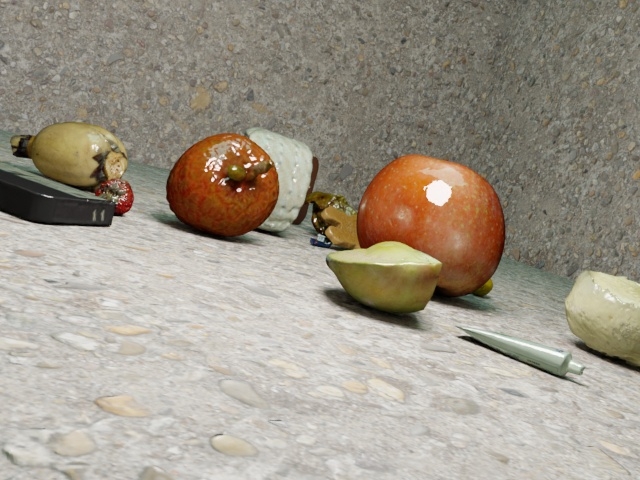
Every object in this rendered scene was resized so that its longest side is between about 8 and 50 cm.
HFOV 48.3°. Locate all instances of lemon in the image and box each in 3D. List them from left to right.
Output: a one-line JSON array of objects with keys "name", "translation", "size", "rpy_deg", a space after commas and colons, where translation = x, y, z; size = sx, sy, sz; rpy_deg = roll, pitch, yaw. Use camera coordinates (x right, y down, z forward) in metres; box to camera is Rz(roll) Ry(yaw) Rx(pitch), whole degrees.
[{"name": "lemon", "translation": [0.420, 0.113, 1.869], "size": [0.065, 0.065, 0.092], "rpy_deg": [16, 15, 5]}]

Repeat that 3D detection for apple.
[{"name": "apple", "translation": [0.104, 0.065, 1.275], "size": [0.193, 0.119, 0.265], "rpy_deg": [3, 4, -3]}, {"name": "apple", "translation": [0.253, -0.034, 1.640], "size": [0.349, 0.276, 0.348], "rpy_deg": [22, -9, 4]}]

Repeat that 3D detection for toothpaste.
[{"name": "toothpaste", "translation": [0.325, 0.177, 1.170], "size": [0.218, 0.041, 0.064], "rpy_deg": [17, -5, 39]}]

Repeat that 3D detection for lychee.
[{"name": "lychee", "translation": [-0.214, -0.122, 1.619], "size": [0.255, 0.255, 0.300], "rpy_deg": [11, -6, -39]}]

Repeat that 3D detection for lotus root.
[{"name": "lotus root", "translation": [-0.646, -0.223, 1.824], "size": [0.310, 0.182, 0.183], "rpy_deg": [11, 5, 16]}]

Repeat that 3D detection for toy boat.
[{"name": "toy boat", "translation": [0.000, 0.000, 1.980], "size": [0.038, 0.038, 0.083], "rpy_deg": [21, 7, 41]}]

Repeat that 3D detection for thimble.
[{"name": "thimble", "translation": [-0.154, -0.157, 1.971], "size": [0.195, 0.291, 0.291], "rpy_deg": [15, 6, -18]}]

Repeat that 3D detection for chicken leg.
[{"name": "chicken leg", "translation": [0.029, -0.089, 2.291], "size": [0.211, 0.140, 0.361], "rpy_deg": [37, 5, -26]}]

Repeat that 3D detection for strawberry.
[{"name": "strawberry", "translation": [-0.440, -0.094, 1.538], "size": [0.083, 0.083, 0.096], "rpy_deg": [17, -2, 13]}]

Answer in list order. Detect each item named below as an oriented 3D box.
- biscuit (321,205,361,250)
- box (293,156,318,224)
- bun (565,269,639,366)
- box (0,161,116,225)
[{"name": "biscuit", "translation": [0.101, -0.020, 2.075], "size": [0.236, 0.040, 0.144], "rpy_deg": [22, 46, -36]}, {"name": "box", "translation": [-0.198, -0.197, 2.363], "size": [0.229, 0.239, 0.339], "rpy_deg": [15, 6, 27]}, {"name": "bun", "translation": [0.616, 0.169, 1.441], "size": [0.260, 0.152, 0.259], "rpy_deg": [19, 17, -6]}, {"name": "box", "translation": [-0.578, -0.100, 1.336], "size": [0.350, 0.058, 0.211], "rpy_deg": [18, 4, 22]}]
